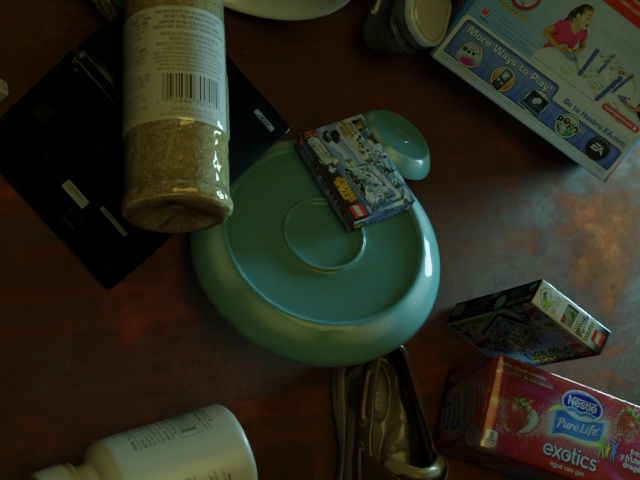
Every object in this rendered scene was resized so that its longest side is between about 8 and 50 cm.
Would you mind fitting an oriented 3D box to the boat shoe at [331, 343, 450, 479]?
[{"bbox_3d":[0.092,0.286,1.579,0.123,0.123,0.342,0,79,-24],"label":"boat shoe"}]

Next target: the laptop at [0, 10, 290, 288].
[{"bbox_3d":[-0.218,-0.123,1.544,0.264,0.136,0.234,-40,96,17],"label":"laptop"}]

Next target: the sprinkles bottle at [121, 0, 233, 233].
[{"bbox_3d":[-0.161,-0.190,1.445,0.121,0.121,0.355,6,68,-23],"label":"sprinkles bottle"}]

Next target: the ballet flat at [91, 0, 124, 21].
[{"bbox_3d":[-0.222,-0.269,1.588,0.073,0.067,0.206,-37,98,-18],"label":"ballet flat"}]

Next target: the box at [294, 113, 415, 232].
[{"bbox_3d":[0.042,-0.084,1.607,0.094,0.027,0.137,-20,68,-27],"label":"box"}]

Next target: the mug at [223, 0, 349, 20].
[{"bbox_3d":[-0.016,-0.459,1.633,0.374,0.276,0.328,41,57,-45],"label":"mug"}]

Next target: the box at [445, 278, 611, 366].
[{"bbox_3d":[0.256,0.109,1.643,0.114,0.207,0.036,37,67,-13],"label":"box"}]

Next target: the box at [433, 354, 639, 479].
[{"bbox_3d":[0.289,0.245,1.674,0.257,0.128,0.122,21,71,-18],"label":"box"}]

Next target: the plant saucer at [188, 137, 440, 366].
[{"bbox_3d":[0.000,0.000,1.588,0.318,0.043,0.317,7,58,-12],"label":"plant saucer"}]

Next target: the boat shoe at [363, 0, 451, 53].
[{"bbox_3d":[0.141,-0.382,1.755,0.112,0.096,0.335,50,49,-36],"label":"boat shoe"}]

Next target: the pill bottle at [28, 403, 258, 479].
[{"bbox_3d":[-0.197,0.273,1.450,0.229,0.131,0.131,-14,85,-26],"label":"pill bottle"}]

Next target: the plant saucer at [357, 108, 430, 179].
[{"bbox_3d":[0.099,-0.130,1.693,0.119,0.021,0.119,27,36,-22],"label":"plant saucer"}]

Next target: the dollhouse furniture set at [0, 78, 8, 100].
[{"bbox_3d":[-0.423,-0.215,1.521,0.081,0.091,0.114,-21,60,13],"label":"dollhouse furniture set"}]

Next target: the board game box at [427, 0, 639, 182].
[{"bbox_3d":[0.351,-0.288,1.744,0.308,0.086,0.302,34,106,-14],"label":"board game box"}]
